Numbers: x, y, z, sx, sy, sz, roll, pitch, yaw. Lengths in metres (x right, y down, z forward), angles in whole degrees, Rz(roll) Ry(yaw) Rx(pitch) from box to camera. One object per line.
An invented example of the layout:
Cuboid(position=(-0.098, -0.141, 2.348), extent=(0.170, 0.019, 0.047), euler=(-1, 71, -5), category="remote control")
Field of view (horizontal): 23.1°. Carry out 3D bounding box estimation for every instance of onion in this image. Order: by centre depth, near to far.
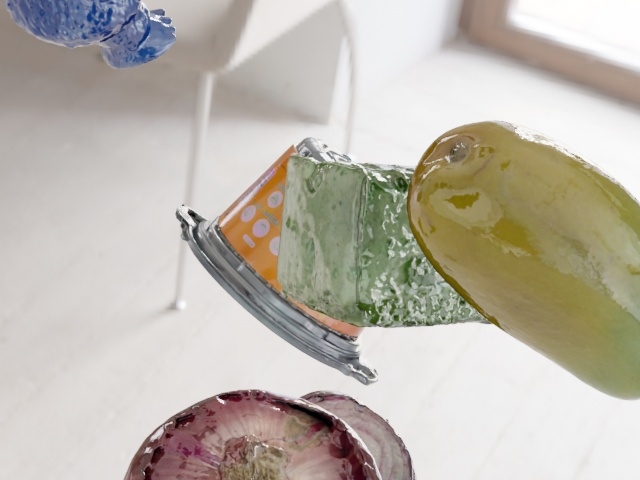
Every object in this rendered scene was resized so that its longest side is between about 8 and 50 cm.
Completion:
Cuboid(position=(-0.060, 0.254, 1.429), extent=(0.248, 0.161, 0.248), euler=(5, 36, -4), category="onion")
Cuboid(position=(-0.001, 0.288, 1.803), extent=(0.218, 0.140, 0.195), euler=(-42, 79, -13), category="onion")

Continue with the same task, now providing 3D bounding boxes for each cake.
Cuboid(position=(0.081, -0.001, 1.022), extent=(0.235, 0.100, 0.099), euler=(0, 9, -40), category="cake")

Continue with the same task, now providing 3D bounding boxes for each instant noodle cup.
Cuboid(position=(0.000, 0.000, 1.235), extent=(0.208, 0.125, 0.177), euler=(39, 9, -5), category="instant noodle cup")

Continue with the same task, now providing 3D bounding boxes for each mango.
Cuboid(position=(0.132, 0.013, 0.872), extent=(0.130, 0.194, 0.092), euler=(-13, 33, 49), category="mango")

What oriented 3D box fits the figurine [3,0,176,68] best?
Cuboid(position=(-0.215, -0.238, 1.281), extent=(0.164, 0.262, 0.120), euler=(12, 62, 33), category="figurine")
